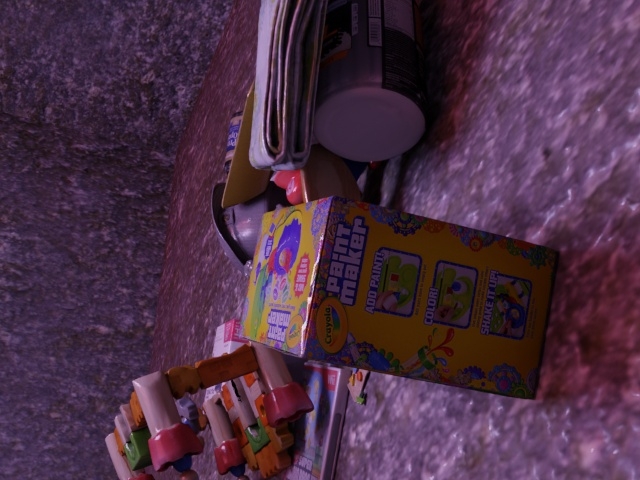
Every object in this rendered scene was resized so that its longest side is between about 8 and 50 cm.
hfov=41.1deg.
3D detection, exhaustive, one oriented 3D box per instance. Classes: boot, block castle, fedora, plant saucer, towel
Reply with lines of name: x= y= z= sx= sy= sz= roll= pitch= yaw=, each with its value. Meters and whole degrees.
boot: x=0.001 y=0.000 z=1.482 sx=0.211 sy=0.104 sz=0.295 roll=-36 pitch=72 yaw=63
block castle: x=-0.214 y=0.373 z=1.592 sx=0.212 sy=0.303 sz=0.453 roll=65 pitch=150 yaw=18
fedora: x=-0.125 y=-0.041 z=1.915 sx=0.124 sy=0.244 sz=0.275 roll=-31 pitch=41 yaw=26
plant saucer: x=-0.100 y=-0.268 z=1.832 sx=0.332 sy=0.081 sz=0.332 roll=-70 pitch=1 yaw=-46
towel: x=-0.064 y=-0.277 z=1.418 sx=0.374 sy=0.090 sz=0.320 roll=-152 pitch=69 yaw=-81

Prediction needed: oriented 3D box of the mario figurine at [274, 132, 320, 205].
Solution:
mario figurine: x=-0.037 y=-0.209 z=1.745 sx=0.198 sy=0.170 sz=0.320 roll=58 pitch=-150 yaw=-46

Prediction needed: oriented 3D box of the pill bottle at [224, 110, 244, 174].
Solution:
pill bottle: x=-0.201 y=-0.238 z=2.368 sx=0.123 sy=0.123 sz=0.219 roll=147 pitch=131 yaw=-66

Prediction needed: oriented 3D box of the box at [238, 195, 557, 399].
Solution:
box: x=0.078 y=0.071 z=1.040 sx=0.290 sy=0.279 sz=0.177 roll=175 pitch=107 yaw=-71

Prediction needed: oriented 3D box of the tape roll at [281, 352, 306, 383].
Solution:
tape roll: x=-0.092 y=0.232 z=1.794 sx=0.219 sy=0.072 sz=0.219 roll=-168 pitch=90 yaw=-72

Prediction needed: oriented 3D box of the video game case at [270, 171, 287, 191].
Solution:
video game case: x=-0.117 y=-0.082 z=2.169 sx=0.173 sy=0.022 sz=0.190 roll=152 pitch=128 yaw=-68

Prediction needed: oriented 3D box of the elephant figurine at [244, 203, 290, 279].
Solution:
elephant figurine: x=-0.042 y=0.000 z=1.677 sx=0.186 sy=0.169 sz=0.239 roll=51 pitch=133 yaw=44

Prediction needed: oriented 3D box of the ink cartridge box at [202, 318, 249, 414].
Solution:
ink cartridge box: x=-0.199 y=0.318 z=2.014 sx=0.172 sy=0.100 sz=0.237 roll=147 pitch=133 yaw=-66

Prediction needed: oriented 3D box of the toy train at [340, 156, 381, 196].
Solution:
toy train: x=0.064 y=-0.163 z=1.582 sx=0.248 sy=0.105 sz=0.143 roll=-60 pitch=-2 yaw=-9

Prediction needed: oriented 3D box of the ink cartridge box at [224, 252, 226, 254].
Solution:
ink cartridge box: x=-0.148 y=0.031 z=2.026 sx=0.060 sy=0.180 sz=0.104 roll=-27 pitch=43 yaw=22

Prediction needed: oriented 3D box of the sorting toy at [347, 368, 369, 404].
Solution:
sorting toy: x=0.063 y=0.234 z=1.410 sx=0.083 sy=0.012 sz=0.062 roll=-117 pitch=43 yaw=-64

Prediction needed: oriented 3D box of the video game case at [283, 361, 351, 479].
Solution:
video game case: x=-0.013 y=0.367 z=1.536 sx=0.204 sy=0.025 sz=0.285 roll=166 pitch=115 yaw=-71

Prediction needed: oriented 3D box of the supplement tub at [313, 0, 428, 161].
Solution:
supplement tub: x=0.079 y=-0.307 z=1.441 sx=0.193 sy=0.194 sz=0.316 roll=126 pitch=152 yaw=-51
